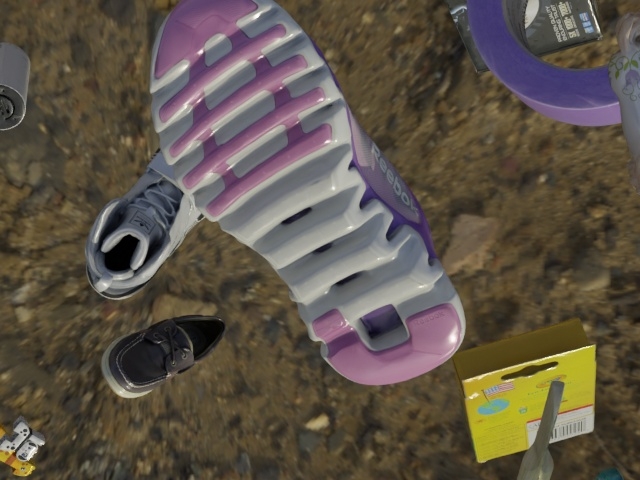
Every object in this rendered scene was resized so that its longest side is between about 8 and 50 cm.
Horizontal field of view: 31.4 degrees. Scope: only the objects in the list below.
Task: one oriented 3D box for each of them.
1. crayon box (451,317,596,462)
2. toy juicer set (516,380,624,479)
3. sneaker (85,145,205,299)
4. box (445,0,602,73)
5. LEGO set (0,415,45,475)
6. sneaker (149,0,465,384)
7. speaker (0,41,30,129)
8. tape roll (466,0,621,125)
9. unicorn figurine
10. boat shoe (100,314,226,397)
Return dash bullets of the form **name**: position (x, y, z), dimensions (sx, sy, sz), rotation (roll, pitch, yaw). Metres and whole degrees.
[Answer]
- **crayon box**: position (0.313, 0.223, 1.731), dimensions (0.202, 0.318, 0.081), rotation (-16, 57, 2)
- **toy juicer set**: position (0.251, 0.302, 1.015), dimensions (0.090, 0.209, 0.329), rotation (-9, 70, -8)
- **sneaker**: position (-0.256, -0.056, 1.850), dimensions (0.137, 0.210, 0.366), rotation (36, 87, -5)
- **box**: position (0.211, -0.288, 1.236), dimensions (0.147, 0.077, 0.180), rotation (-12, 134, 21)
- **LEGO set**: position (-0.501, 0.365, 1.774), dimensions (0.093, 0.087, 0.227), rotation (37, 98, -27)
- **sneaker**: position (-0.005, -0.036, 0.607), dimensions (0.095, 0.104, 0.236), rotation (-25, 115, 18)
- **speaker**: position (-0.360, -0.177, 1.292), dimensions (0.055, 0.136, 0.055), rotation (-5, 121, -9)
- **tape roll**: position (0.219, -0.191, 0.918), dimensions (0.189, 0.080, 0.189), rotation (-2, 85, 21)
- **unicorn figurine**: position (0.201, -0.060, 0.662), dimensions (0.060, 0.111, 0.162), rotation (-31, 75, 29)
- **boat shoe**: position (-0.250, 0.175, 1.856), dimensions (0.092, 0.285, 0.102), rotation (-32, 84, 26)
